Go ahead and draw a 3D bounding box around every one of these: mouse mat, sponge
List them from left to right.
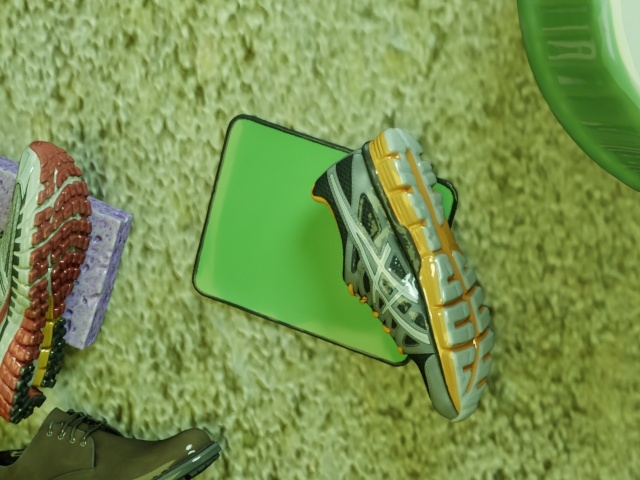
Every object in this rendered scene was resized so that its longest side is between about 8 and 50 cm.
[{"bbox_3d":[-0.262,-0.006,1.168,0.210,0.031,0.117,23,108,12],"label":"sponge"},{"bbox_3d":[0.000,0.000,1.094,0.189,0.007,0.153,19,107,13],"label":"mouse mat"}]

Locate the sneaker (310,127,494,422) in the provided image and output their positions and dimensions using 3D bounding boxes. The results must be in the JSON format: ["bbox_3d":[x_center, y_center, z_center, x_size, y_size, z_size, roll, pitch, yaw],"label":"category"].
[{"bbox_3d":[0.061,0.030,1.038,0.083,0.084,0.215,-20,86,24],"label":"sneaker"}]

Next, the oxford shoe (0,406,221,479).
[{"bbox_3d":[-0.188,0.179,1.157,0.227,0.083,0.096,-16,92,20],"label":"oxford shoe"}]

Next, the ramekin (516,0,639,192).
[{"bbox_3d":[0.277,-0.154,0.840,0.303,0.148,0.304,0,99,-2],"label":"ramekin"}]

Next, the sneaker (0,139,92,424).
[{"bbox_3d":[-0.244,0.029,1.105,0.092,0.088,0.225,22,107,14],"label":"sneaker"}]
